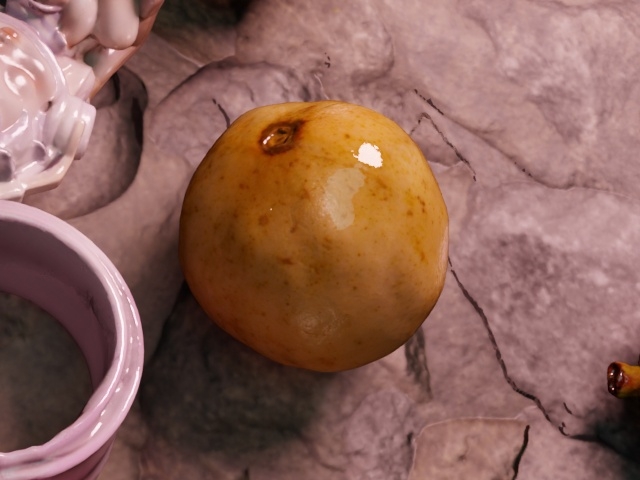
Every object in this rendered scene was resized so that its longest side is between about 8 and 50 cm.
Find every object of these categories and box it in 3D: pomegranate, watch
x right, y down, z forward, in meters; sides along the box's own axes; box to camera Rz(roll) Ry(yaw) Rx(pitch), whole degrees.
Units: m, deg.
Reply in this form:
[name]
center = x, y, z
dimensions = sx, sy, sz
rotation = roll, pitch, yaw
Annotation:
[pomegranate]
center = 0.000, 0.000, 0.907
dimensions = 0.196, 0.196, 0.196
rotation = 5, 71, -15
[watch]
center = -0.199, 0.097, 0.807
dimensions = 0.248, 0.211, 0.217
rotation = 41, 57, 8

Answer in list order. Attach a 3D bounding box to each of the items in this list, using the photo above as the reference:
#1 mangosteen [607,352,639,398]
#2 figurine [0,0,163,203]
[mangosteen]
center = 0.310, 0.097, 0.975
dimensions = 0.200, 0.200, 0.199
rotation = 5, 71, -15
[figurine]
center = -0.212, -0.112, 0.888
dimensions = 0.162, 0.141, 0.237
rotation = 42, 66, 3
